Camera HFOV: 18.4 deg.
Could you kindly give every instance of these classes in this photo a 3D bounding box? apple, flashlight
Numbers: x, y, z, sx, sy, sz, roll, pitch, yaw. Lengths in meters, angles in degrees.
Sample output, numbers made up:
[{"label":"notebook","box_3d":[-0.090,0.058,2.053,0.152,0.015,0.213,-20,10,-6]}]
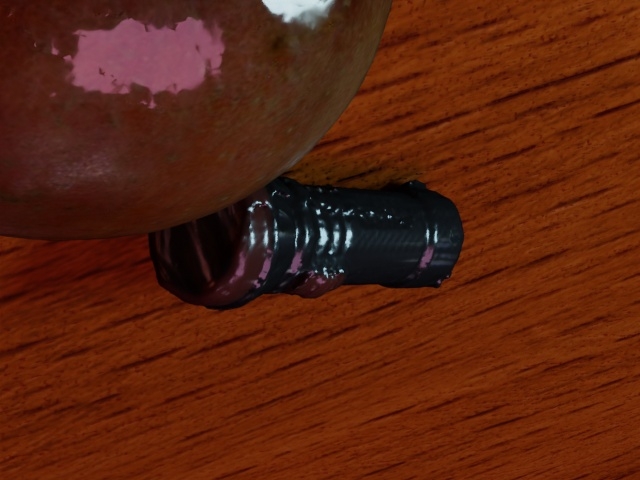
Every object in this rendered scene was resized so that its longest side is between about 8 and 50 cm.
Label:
[{"label":"apple","box_3d":[-0.099,-0.109,0.772,0.253,0.253,0.253,-24,152,-13]},{"label":"flashlight","box_3d":[0.000,0.000,1.216,0.232,0.093,0.093,4,137,-50]}]
